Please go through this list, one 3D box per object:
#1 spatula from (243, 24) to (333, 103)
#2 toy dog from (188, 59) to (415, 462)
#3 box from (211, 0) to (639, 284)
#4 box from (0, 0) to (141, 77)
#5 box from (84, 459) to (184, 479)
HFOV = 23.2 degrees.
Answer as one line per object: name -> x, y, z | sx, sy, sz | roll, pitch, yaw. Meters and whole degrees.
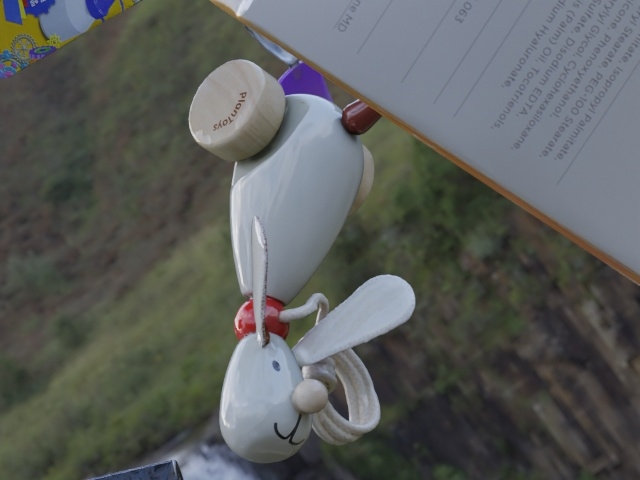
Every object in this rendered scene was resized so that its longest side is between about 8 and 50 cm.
spatula -> -0.068, -0.232, 1.692 | 0.030, 0.296, 0.084 | -26, 12, 43
toy dog -> 0.000, 0.000, 1.250 | 0.161, 0.334, 0.220 | -23, -17, 36
box -> 0.136, -0.090, 0.757 | 0.168, 0.345, 0.215 | -57, 12, 5
box -> -0.277, -0.332, 1.380 | 0.177, 0.290, 0.279 | 5, 35, 46
box -> -0.252, 0.354, 1.344 | 0.322, 0.257, 0.079 | -14, -27, -4
